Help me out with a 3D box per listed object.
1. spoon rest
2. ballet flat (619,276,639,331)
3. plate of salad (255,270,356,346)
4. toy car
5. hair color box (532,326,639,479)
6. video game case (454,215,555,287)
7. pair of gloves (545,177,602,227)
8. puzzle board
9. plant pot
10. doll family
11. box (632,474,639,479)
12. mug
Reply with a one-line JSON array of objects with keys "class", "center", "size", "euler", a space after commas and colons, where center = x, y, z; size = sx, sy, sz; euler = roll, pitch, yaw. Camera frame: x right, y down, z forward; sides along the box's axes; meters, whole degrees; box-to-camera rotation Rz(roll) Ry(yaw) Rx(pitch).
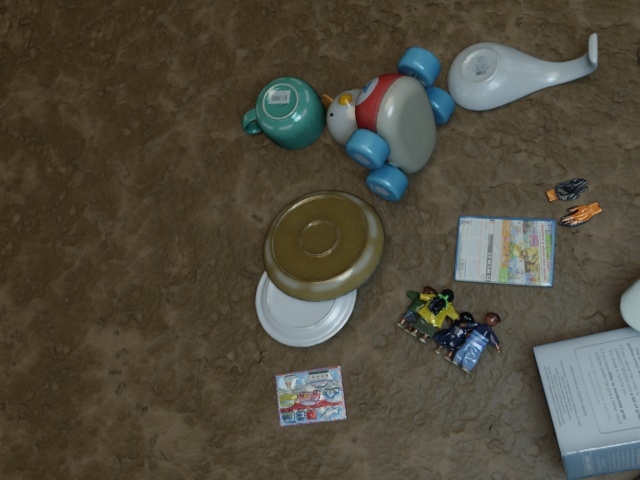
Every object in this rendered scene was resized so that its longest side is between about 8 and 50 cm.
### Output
[{"class": "spoon rest", "center": [0.364, -0.310, 1.295], "size": [0.277, 0.084, 0.137], "euler": [-2, 76, 30]}, {"class": "ballet flat", "center": [0.629, 0.054, 0.979], "size": [0.401, 0.139, 0.139], "euler": [-4, 77, 13]}, {"class": "plate of salad", "center": [-0.026, 0.103, 1.326], "size": [0.200, 0.048, 0.199], "euler": [-8, 66, 18]}, {"class": "toy car", "center": [0.081, -0.228, 1.300], "size": [0.238, 0.210, 0.219], "euler": [23, 74, 33]}, {"class": "hair color box", "center": [0.530, 0.221, 1.059], "size": [0.375, 0.113, 0.185], "euler": [-15, 48, 14]}, {"class": "video game case", "center": [0.325, 0.018, 1.255], "size": [0.167, 0.015, 0.119], "euler": [3, 78, 18]}, {"class": "pair of gloves", "center": [0.442, -0.066, 1.241], "size": [0.074, 0.010, 0.083], "euler": [-24, 69, 12]}, {"class": "puzzle board", "center": [-0.020, 0.286, 1.302], "size": [0.128, 0.011, 0.096], "euler": [-10, 75, 14]}, {"class": "plant pot", "center": [0.000, 0.000, 1.317], "size": [0.237, 0.032, 0.236], "euler": [-8, 59, 14]}, {"class": "doll family", "center": [0.226, 0.143, 1.230], "size": [0.193, 0.076, 0.111], "euler": [35, 85, 16]}, {"class": "box", "center": [0.475, 0.416, 1.091], "size": [0.324, 0.067, 0.063], "euler": [-37, 70, 5]}, {"class": "mug", "center": [-0.073, -0.245, 1.393], "size": [0.158, 0.097, 0.129], "euler": [-43, 69, 4]}]
